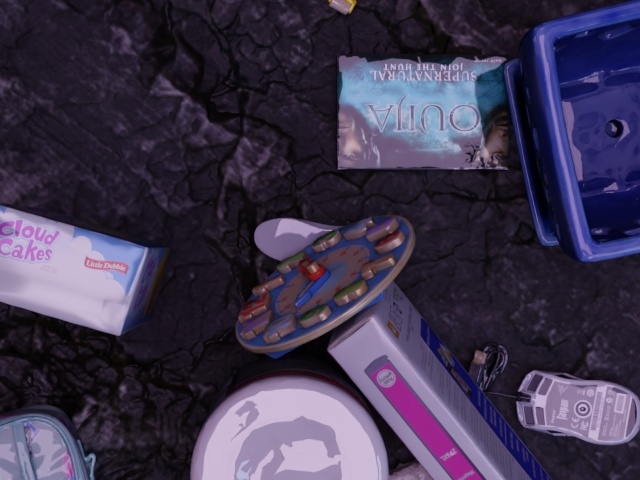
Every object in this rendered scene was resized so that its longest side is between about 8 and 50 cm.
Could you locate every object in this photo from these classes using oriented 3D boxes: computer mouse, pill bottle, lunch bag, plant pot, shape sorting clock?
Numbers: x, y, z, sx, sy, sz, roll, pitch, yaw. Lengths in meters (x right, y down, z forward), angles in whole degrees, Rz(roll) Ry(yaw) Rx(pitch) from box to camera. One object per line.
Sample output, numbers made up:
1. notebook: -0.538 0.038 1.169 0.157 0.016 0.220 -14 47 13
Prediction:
1. computer mouse: 0.248 0.177 1.502 0.193 0.042 0.106 12 86 4
2. pill bottle: -0.029 0.202 1.356 0.176 0.318 0.176 0 91 -1
3. lunch bag: -0.327 0.314 1.456 0.224 0.108 0.279 -16 91 -1
4. plant pot: 0.317 -0.114 1.408 0.236 0.212 0.236 -13 90 -6
5. shape sorting clock: 0.002 0.039 1.375 0.206 0.206 0.040 -38 109 -1

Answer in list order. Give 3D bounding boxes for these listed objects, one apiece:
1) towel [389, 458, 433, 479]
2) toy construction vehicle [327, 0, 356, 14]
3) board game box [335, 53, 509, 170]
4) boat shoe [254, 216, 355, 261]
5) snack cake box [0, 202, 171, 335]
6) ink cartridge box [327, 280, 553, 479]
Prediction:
1. towel: 0.029 0.361 1.494 0.282 0.049 0.187 -22 92 -1
2. toy construction vehicle: 0.020 -0.299 1.498 0.086 0.035 0.098 23 93 -12
3. board game box: 0.110 -0.137 1.501 0.186 0.026 0.126 0 90 -1
4. boat shoe: 0.000 0.000 1.494 0.142 0.040 0.049 4 99 -1
5. snack cake box: -0.242 0.026 1.376 0.152 0.264 0.089 18 90 -2
6. ink cartridge box: 0.149 0.202 1.394 0.069 0.176 0.371 -39 97 13
